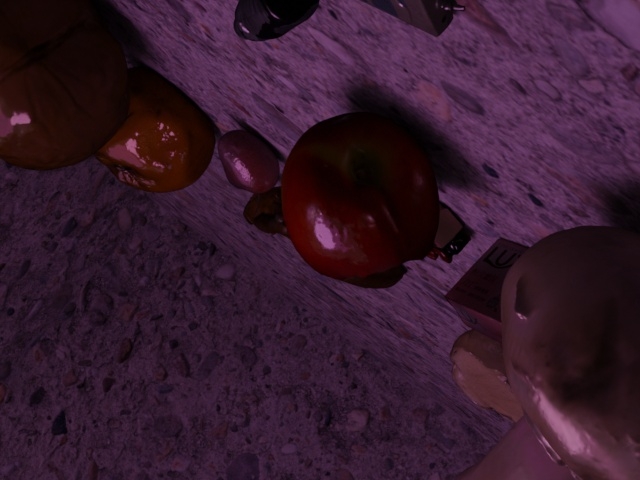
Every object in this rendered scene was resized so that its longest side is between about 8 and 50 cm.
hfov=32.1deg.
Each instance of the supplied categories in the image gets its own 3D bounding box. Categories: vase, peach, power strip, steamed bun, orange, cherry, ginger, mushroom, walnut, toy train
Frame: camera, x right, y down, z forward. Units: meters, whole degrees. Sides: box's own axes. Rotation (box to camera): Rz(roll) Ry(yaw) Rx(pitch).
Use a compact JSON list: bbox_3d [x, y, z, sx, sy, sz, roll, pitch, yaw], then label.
[{"bbox_3d":[-0.055,-0.233,1.135,0.060,0.060,0.211,41,171,-12],"label":"vase"},{"bbox_3d":[0.046,-0.041,1.281,0.196,0.190,0.226,28,163,11],"label":"peach"},{"bbox_3d":[0.029,-0.227,0.918,0.226,0.029,0.080,33,170,32],"label":"power strip"},{"bbox_3d":[0.297,0.211,1.812,0.231,0.110,0.212,48,164,-13],"label":"steamed bun"},{"bbox_3d":[-0.316,-0.187,2.040,0.249,0.183,0.249,39,170,8],"label":"orange"},{"bbox_3d":[-0.116,-0.128,1.844,0.106,0.087,0.126,35,152,34],"label":"cherry"},{"bbox_3d":[-0.004,-0.009,1.932,0.309,0.107,0.133,31,155,22],"label":"ginger"},{"bbox_3d":[0.286,0.147,1.006,0.315,0.315,0.356,35,151,23],"label":"mushroom"},{"bbox_3d":[-0.483,-0.281,1.811,0.354,0.307,0.398,62,171,-6],"label":"walnut"},{"bbox_3d":[0.140,-0.018,1.474,0.087,0.050,0.138,47,170,-22],"label":"toy train"}]

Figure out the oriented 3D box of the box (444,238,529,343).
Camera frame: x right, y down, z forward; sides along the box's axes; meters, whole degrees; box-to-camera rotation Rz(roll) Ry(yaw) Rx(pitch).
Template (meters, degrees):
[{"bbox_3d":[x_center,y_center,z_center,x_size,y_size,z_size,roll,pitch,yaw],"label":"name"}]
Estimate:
[{"bbox_3d":[0.233,0.065,1.309,0.060,0.111,0.156,53,164,-30],"label":"box"}]
